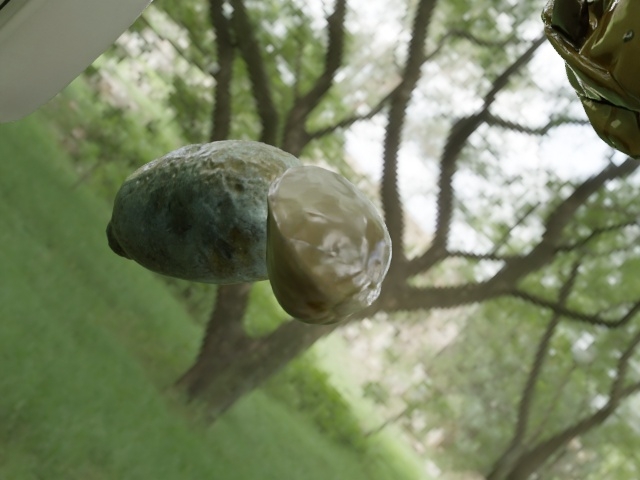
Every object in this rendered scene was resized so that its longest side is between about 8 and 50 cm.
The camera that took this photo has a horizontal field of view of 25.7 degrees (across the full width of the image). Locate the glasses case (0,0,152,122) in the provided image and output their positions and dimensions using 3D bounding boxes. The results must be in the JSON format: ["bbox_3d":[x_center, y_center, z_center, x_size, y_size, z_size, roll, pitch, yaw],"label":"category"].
[{"bbox_3d":[-0.200,-0.156,1.026,0.081,0.204,0.051,27,38,-43],"label":"glasses case"}]

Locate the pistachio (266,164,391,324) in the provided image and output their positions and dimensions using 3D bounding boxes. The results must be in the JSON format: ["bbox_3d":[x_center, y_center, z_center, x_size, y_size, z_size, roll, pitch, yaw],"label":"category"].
[{"bbox_3d":[0.000,0.000,1.196,0.126,0.108,0.185,37,19,-20],"label":"pistachio"}]

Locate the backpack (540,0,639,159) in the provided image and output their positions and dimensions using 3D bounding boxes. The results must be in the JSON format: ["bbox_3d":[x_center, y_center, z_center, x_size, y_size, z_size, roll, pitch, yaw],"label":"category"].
[{"bbox_3d":[0.340,-0.237,1.237,0.201,0.354,0.378,22,15,-17],"label":"backpack"}]

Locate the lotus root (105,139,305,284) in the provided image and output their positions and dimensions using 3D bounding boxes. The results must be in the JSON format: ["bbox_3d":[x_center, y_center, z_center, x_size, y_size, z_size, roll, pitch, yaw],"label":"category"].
[{"bbox_3d":[-0.137,-0.032,1.679,0.349,0.175,0.175,-3,-41,36],"label":"lotus root"}]
